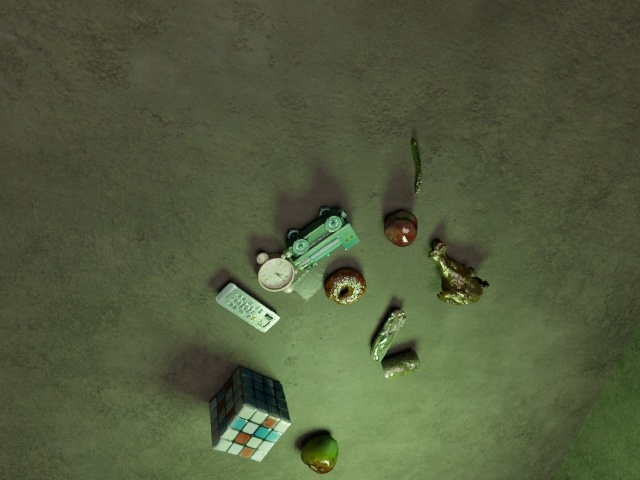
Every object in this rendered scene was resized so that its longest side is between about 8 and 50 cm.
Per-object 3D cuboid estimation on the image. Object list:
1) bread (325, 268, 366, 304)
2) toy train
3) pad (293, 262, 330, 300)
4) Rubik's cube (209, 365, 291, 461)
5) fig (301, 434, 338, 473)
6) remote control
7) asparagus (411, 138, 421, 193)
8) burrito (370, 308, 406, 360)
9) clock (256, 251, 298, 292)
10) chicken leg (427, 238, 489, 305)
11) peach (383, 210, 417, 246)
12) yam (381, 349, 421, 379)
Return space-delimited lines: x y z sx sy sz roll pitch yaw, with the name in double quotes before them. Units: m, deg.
"bread" 0.114 0.207 1.817 0.193 0.064 0.194 -6 118 -12
"toy train" 0.000 0.000 1.664 0.298 0.120 0.194 -34 123 0
"pad" -0.042 0.181 1.793 0.157 0.003 0.112 -44 117 6
"Rubik's cube" -0.316 0.767 1.828 0.256 0.259 0.253 33 99 -26
"fig" 0.005 1.095 2.120 0.191 0.181 0.181 -41 120 -21
"remote control" -0.303 0.282 1.735 0.103 0.051 0.293 -43 121 6
"asparagus" 0.398 -0.305 1.693 0.034 0.027 0.236 -14 117 -4
"burrito" 0.316 0.459 1.984 0.096 0.066 0.310 14 111 -24
"clock" -0.185 0.128 1.697 0.155 0.063 0.229 -39 120 0
"chicken leg" 0.601 0.175 1.910 0.361 0.140 0.212 37 78 -16
"peach" 0.348 -0.042 1.737 0.151 0.152 0.152 -6 114 -14
"yam" 0.396 0.626 2.059 0.193 0.107 0.108 -14 116 -9
